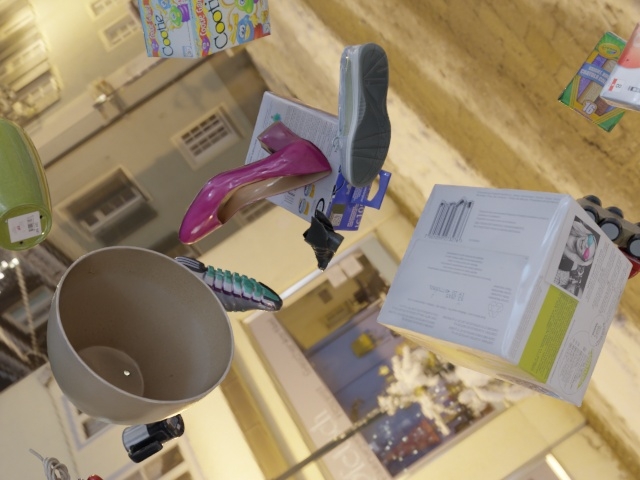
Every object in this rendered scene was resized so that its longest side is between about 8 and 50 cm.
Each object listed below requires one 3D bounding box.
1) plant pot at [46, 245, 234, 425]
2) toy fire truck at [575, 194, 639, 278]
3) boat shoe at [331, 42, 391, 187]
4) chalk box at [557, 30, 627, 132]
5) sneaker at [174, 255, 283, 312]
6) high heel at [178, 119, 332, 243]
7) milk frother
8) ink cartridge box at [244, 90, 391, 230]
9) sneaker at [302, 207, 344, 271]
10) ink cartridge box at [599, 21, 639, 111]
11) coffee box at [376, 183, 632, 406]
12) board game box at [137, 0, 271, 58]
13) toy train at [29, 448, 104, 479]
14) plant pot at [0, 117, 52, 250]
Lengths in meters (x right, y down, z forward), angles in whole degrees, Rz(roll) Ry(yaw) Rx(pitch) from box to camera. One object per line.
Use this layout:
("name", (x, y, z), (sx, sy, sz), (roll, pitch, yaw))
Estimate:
("plant pot", (-0.307, 0.177, 1.127), (0.284, 0.191, 0.284), (27, -144, -21))
("toy fire truck", (0.684, 0.046, 1.795), (0.217, 0.246, 0.158), (30, -149, 12))
("boat shoe", (0.086, -0.282, 1.625), (0.103, 0.118, 0.320), (15, 109, 52))
("chalk box", (0.624, -0.355, 1.505), (0.132, 0.213, 0.132), (38, -152, 11))
("sneaker", (-0.187, 0.109, 1.356), (0.224, 0.098, 0.083), (21, -167, -9))
("high heel", (-0.155, -0.098, 1.655), (0.181, 0.377, 0.127), (42, 180, 18))
("milk frother", (-0.434, 0.453, 1.751), (0.143, 0.135, 0.129), (59, -165, -4))
("ink cartridge box", (-0.004, -0.193, 1.826), (0.151, 0.270, 0.395), (1, -158, -47))
("sneaker", (-0.001, 0.002, 1.603), (0.089, 0.051, 0.170), (31, 147, 1))
("ink cartridge box", (0.572, -0.278, 1.177), (0.045, 0.145, 0.179), (24, -175, -36))
("coffee box", (0.395, 0.110, 1.523), (0.338, 0.338, 0.334), (12, 164, 48))
("board game box", (-0.250, -0.502, 1.586), (0.142, 0.275, 0.144), (11, 120, 30))
("toy train", (-0.393, 0.437, 1.203), (0.248, 0.105, 0.143), (50, 140, -7))
("plant pot", (-0.775, -0.114, 1.740), (0.293, 0.275, 0.275), (42, 172, 35))
